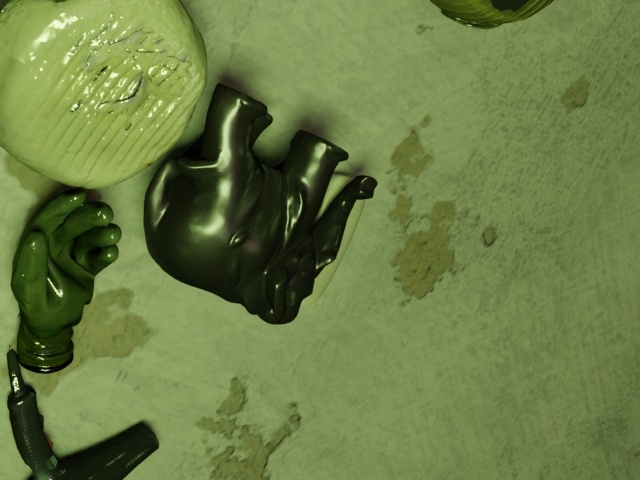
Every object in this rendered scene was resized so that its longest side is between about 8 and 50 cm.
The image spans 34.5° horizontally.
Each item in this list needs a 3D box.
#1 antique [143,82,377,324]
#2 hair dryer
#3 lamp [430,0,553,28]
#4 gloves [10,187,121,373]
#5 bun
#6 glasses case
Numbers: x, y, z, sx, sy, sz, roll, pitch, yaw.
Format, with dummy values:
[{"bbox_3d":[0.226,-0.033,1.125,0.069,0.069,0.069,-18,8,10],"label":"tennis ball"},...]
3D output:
[{"bbox_3d":[-0.090,-0.037,1.335,0.322,0.185,0.255,23,90,-43],"label":"antique"},{"bbox_3d":[-0.340,0.248,1.356,0.235,0.091,0.272,-33,123,-31],"label":"hair dryer"},{"bbox_3d":[0.206,-0.400,1.326,0.284,0.250,0.250,-21,122,-41],"label":"lamp"},{"bbox_3d":[-0.316,0.045,1.242,0.135,0.107,0.268,-24,149,-51],"label":"gloves"},{"bbox_3d":[-0.256,-0.192,1.151,0.273,0.168,0.273,-19,134,-20],"label":"bun"},{"bbox_3d":[0.000,0.000,1.498,0.081,0.051,0.204,21,97,-41],"label":"glasses case"}]
